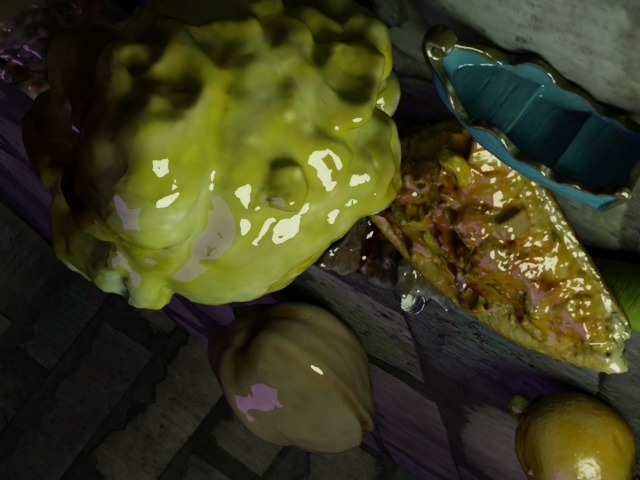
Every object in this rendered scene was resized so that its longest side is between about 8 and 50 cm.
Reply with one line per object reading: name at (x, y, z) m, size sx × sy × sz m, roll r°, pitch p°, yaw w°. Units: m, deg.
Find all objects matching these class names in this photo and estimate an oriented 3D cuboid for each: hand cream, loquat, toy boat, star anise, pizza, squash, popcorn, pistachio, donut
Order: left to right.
donut at (-0.246, -0.181, 0.936) m, size 0.371 × 0.150 × 0.307 m, roll 46°, pitch -178°, yaw -34°
popcorn at (-0.083, -0.092, 0.730) m, size 0.312 × 0.312 × 0.312 m, roll 33°, pitch 163°, yaw 11°
pistachio at (-0.053, 0.267, 1.665) m, size 0.365 × 0.281 × 0.445 m, roll 35°, pitch 160°, yaw 18°
star anise at (0.052, -0.007, 1.018) m, size 0.236 × 0.108 × 0.223 m, roll 24°, pitch -172°, yaw -7°
hand cream at (0.124, 0.072, 1.180) m, size 0.062 × 0.039 × 0.163 m, roll 32°, pitch -175°, yaw -1°
pizza at (0.146, 0.012, 0.826) m, size 0.268 × 0.087 × 0.258 m, roll 53°, pitch 164°, yaw -12°
toy boat at (0.154, -0.095, 0.618) m, size 0.185 × 0.075 × 0.077 m, roll 35°, pitch 167°, yaw 17°
loquat at (0.340, 0.280, 1.155) m, size 0.204 × 0.149 × 0.172 m, roll 42°, pitch 171°, yaw 21°
squash at (0.291, 0.051, 0.774) m, size 0.201 × 0.066 × 0.066 m, roll 20°, pitch 157°, yaw 52°
